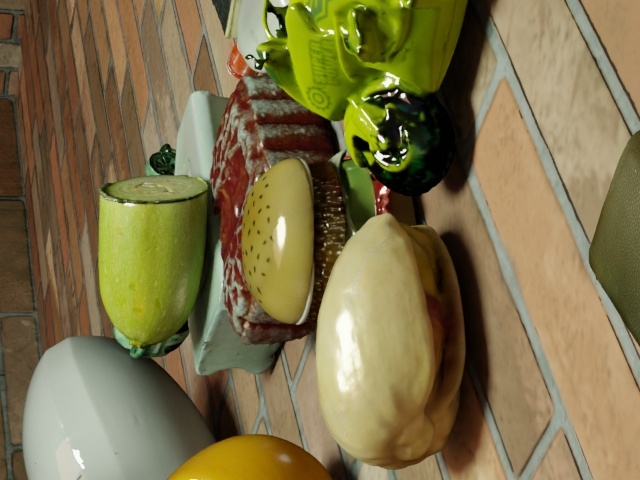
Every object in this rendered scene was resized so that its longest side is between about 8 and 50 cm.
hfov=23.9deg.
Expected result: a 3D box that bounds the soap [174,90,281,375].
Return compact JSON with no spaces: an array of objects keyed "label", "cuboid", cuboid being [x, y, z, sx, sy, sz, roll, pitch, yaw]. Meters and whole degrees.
[{"label":"soap","cuboid":[-0.104,-0.010,1.719,0.173,0.095,0.289,114,151,-50]}]

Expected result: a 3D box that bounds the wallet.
[{"label":"wallet","cuboid":[0.210,0.032,0.843,0.198,0.031,0.110,-112,28,-49]}]

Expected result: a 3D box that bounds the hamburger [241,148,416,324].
[{"label":"hamburger","cuboid":[-0.001,0.001,1.333,0.175,0.137,0.175,180,90,-76]}]

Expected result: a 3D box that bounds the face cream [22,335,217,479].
[{"label":"face cream","cuboid":[-0.225,0.295,1.828,0.357,0.219,0.312,56,176,46]}]

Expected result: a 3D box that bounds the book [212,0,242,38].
[{"label":"book","cuboid":[-0.104,-0.470,1.849,0.262,0.028,0.373,-112,28,-54]}]

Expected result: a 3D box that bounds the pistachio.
[{"label":"pistachio","cuboid":[0.047,0.081,1.198,0.145,0.117,0.200,-17,75,50]}]

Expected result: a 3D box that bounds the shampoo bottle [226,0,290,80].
[{"label":"shampoo bottle","cuboid":[-0.058,-0.241,1.654,0.221,0.051,0.108,130,135,-63]}]

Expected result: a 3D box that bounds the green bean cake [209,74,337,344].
[{"label":"green bean cake","cuboid":[-0.050,-0.041,1.548,0.198,0.097,0.232,110,154,-46]}]

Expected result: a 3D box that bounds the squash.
[{"label":"squash","cuboid":[-0.181,0.026,1.622,0.123,0.123,0.186,-143,55,-68]}]

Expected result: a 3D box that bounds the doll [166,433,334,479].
[{"label":"doll","cuboid":[-0.043,0.299,1.422,0.236,0.213,0.213,22,118,25]}]

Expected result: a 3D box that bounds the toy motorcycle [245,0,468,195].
[{"label":"toy motorcycle","cuboid":[0.047,-0.217,1.190,0.206,0.142,0.342,23,117,29]}]

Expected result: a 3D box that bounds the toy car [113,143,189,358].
[{"label":"toy car","cuboid":[-0.180,0.019,1.888,0.305,0.125,0.136,-98,28,-45]}]
